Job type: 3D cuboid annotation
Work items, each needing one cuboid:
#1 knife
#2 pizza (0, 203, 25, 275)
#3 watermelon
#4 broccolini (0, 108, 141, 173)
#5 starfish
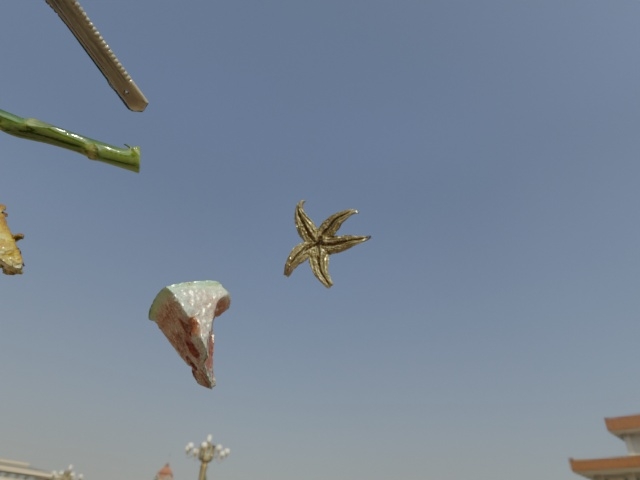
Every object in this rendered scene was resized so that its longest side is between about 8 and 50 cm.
[{"bbox_3d":[-0.474,-0.416,0.940,0.089,0.043,0.365,4,-39,35],"label":"knife"},{"bbox_3d":[-0.621,0.003,0.856,0.194,0.154,0.069,43,-72,5],"label":"pizza"},{"bbox_3d":[-0.198,0.128,0.690,0.121,0.158,0.098,13,-36,-13],"label":"watermelon"},{"bbox_3d":[-0.454,-0.189,0.668,0.393,0.073,0.079,17,-7,-20],"label":"broccolini"},{"bbox_3d":[0.000,0.000,1.115,0.228,0.240,0.043,-24,-22,-3],"label":"starfish"}]
